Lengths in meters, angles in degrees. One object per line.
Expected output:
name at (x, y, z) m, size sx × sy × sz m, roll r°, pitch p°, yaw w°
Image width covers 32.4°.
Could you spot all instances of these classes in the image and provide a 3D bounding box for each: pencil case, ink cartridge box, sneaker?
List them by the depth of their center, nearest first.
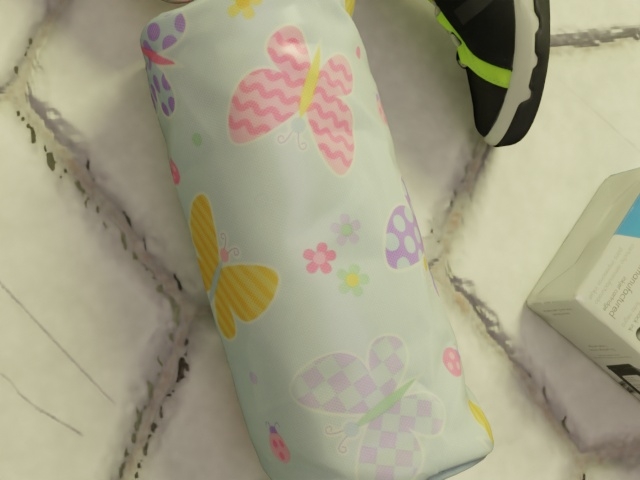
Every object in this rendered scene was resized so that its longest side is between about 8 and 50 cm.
pencil case at (0.000, 0.000, 0.563) m, size 0.124 × 0.113 × 0.273 m, roll -18°, pitch 90°, yaw -29°
sneaker at (0.072, -0.164, 0.604) m, size 0.097 × 0.084 × 0.234 m, roll -4°, pitch 114°, yaw 6°
ink cartridge box at (0.226, 0.051, 0.658) m, size 0.180 × 0.060 × 0.104 m, roll 39°, pitch 73°, yaw -10°

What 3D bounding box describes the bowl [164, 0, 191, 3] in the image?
bowl at (-0.076, -0.208, 0.589) m, size 0.142 × 0.053 × 0.142 m, roll -44°, pitch 98°, yaw -12°
